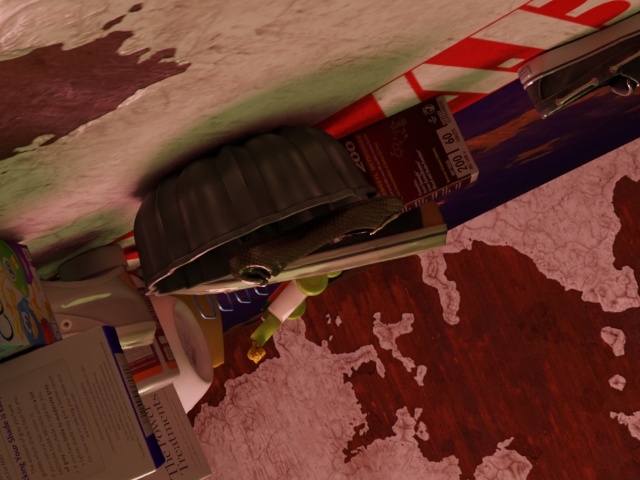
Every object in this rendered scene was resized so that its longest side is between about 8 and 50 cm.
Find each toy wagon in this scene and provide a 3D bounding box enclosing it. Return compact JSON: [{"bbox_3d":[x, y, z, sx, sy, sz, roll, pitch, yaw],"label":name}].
[{"bbox_3d":[-0.027,0.080,2.152,0.344,0.068,0.267,-47,177,-17],"label":"toy wagon"}]

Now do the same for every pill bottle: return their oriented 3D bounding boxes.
[{"bbox_3d":[-0.303,0.126,1.726,0.121,0.221,0.121,-23,173,-3],"label":"pill bottle"}]

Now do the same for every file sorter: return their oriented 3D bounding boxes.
[{"bbox_3d":[-0.167,0.074,2.274,0.170,0.104,0.118,-24,172,7],"label":"file sorter"}]

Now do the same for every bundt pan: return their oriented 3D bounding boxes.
[{"bbox_3d":[-0.095,-0.048,1.506,0.331,0.124,0.331,-22,173,-3],"label":"bundt pan"}]

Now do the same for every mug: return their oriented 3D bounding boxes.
[{"bbox_3d":[-0.375,0.214,2.106,0.328,0.276,0.374,-22,-154,9],"label":"mug"}]

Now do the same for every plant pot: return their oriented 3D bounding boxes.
[{"bbox_3d":[-0.323,0.208,2.427,0.212,0.187,0.212,-28,172,30],"label":"plant pot"}]

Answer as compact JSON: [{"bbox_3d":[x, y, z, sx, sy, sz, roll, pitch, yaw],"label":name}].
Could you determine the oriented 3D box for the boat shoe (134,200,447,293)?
[{"bbox_3d":[-0.054,-0.012,1.838,0.500,0.156,0.187,-13,179,7],"label":"boat shoe"}]

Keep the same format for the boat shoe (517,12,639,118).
[{"bbox_3d":[0.447,-0.265,1.721,0.301,0.102,0.108,-22,173,-8],"label":"boat shoe"}]

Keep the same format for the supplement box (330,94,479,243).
[{"bbox_3d":[0.096,-0.102,1.694,0.239,0.130,0.073,-25,173,3],"label":"supplement box"}]

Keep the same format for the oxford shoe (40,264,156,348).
[{"bbox_3d":[-0.453,0.110,1.583,0.450,0.130,0.169,-7,176,-9],"label":"oxford shoe"}]

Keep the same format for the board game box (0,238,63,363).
[{"bbox_3d":[-0.423,0.081,1.325,0.144,0.142,0.275,-22,174,3],"label":"board game box"}]

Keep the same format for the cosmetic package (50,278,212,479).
[{"bbox_3d":[-0.360,0.244,1.788,0.097,0.377,0.284,-31,171,38],"label":"cosmetic package"}]

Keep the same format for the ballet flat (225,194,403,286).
[{"bbox_3d":[0.000,0.000,1.431,0.250,0.058,0.084,-20,173,-28],"label":"ballet flat"}]

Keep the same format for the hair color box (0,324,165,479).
[{"bbox_3d":[-0.376,0.246,1.372,0.339,0.185,0.110,-21,175,-5],"label":"hair color box"}]
